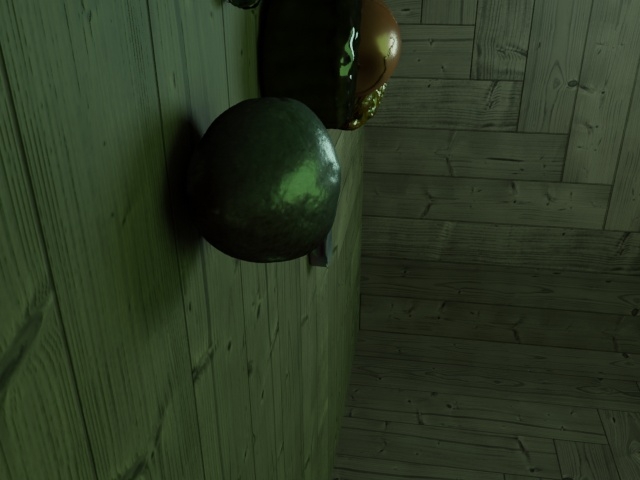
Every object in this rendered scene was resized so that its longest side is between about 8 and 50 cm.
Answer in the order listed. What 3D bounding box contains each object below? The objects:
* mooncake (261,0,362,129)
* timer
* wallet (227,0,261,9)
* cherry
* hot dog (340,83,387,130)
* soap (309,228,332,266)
[{"bbox_3d":[-0.008,-0.353,1.200,0.290,0.161,0.290,5,90,-84],"label":"mooncake"},{"bbox_3d":[0.067,-0.445,1.435,0.230,0.229,0.215,84,-1,-49],"label":"timer"},{"bbox_3d":[-0.094,-0.437,0.917,0.202,0.059,0.141,-76,165,-49],"label":"wallet"},{"bbox_3d":[-0.069,-0.076,0.820,0.266,0.183,0.213,-33,113,-64],"label":"cherry"},{"bbox_3d":[0.101,-0.511,1.821,0.267,0.174,0.388,-7,102,-79],"label":"hot dog"},{"bbox_3d":[0.000,0.000,1.772,0.100,0.056,0.149,-76,168,-60],"label":"soap"}]
